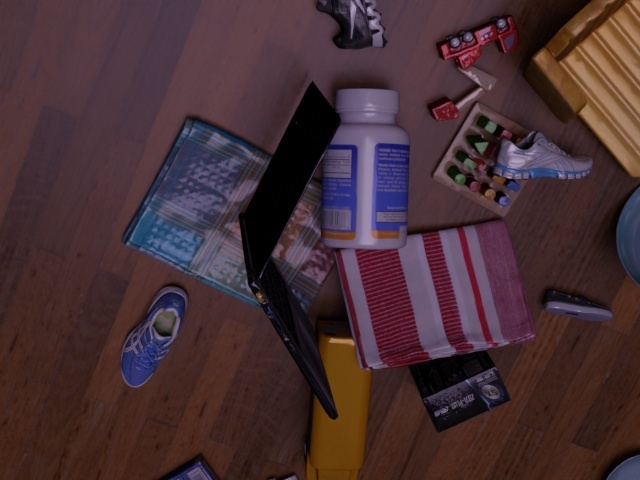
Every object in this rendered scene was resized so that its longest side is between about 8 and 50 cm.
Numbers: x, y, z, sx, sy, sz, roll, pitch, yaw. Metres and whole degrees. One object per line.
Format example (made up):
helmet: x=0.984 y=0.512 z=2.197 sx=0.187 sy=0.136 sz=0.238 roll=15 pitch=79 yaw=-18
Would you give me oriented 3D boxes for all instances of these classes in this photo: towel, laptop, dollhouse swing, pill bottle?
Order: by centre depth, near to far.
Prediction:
laptop: x=0.000 y=0.000 z=1.644 sx=0.236 sy=0.382 sz=0.408 roll=-29 pitch=108 yaw=3
dollhouse swing: x=0.576 y=-0.295 z=1.702 sx=0.347 sy=0.315 sz=0.305 roll=-41 pitch=85 yaw=7
pill bottle: x=0.079 y=-0.124 z=1.759 sx=0.152 sy=0.152 sz=0.272 roll=2 pitch=93 yaw=-5
towel: x=0.208 y=0.095 z=1.825 sx=0.329 sy=0.037 sz=0.237 roll=-10 pitch=71 yaw=-9
towel: x=-0.138 y=-0.029 z=1.838 sx=0.370 sy=0.040 sz=0.271 roll=27 pitch=103 yaw=-12

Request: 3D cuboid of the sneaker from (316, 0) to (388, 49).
sneaker: x=0.039 y=-0.430 z=1.713 sx=0.106 sy=0.078 sz=0.234 roll=-15 pitch=109 yaw=-3

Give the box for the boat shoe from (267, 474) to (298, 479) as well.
boat shoe: x=-0.092 y=0.486 z=2.001 sx=0.100 sy=0.035 sz=0.035 roll=-16 pitch=80 yaw=4

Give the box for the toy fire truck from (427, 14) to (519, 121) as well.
toy fire truck: x=0.269 y=-0.304 z=1.786 sx=0.192 sy=0.047 sz=0.135 roll=-22 pitch=107 yaw=1

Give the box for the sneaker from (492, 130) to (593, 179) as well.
sneaker: x=0.397 y=-0.152 z=1.778 sx=0.191 sy=0.071 sz=0.083 roll=-3 pitch=107 yaw=-19

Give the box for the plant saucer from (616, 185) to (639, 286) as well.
plant saucer: x=0.693 y=-0.010 z=1.804 sx=0.318 sy=0.317 sz=0.043 roll=-32 pitch=141 yaw=5

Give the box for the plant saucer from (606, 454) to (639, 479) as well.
plant saucer: x=0.661 y=0.513 z=2.067 sx=0.195 sy=0.037 sz=0.195 roll=-2 pitch=107 yaw=-5

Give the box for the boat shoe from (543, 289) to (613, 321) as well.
boat shoe: x=0.494 y=0.124 z=1.934 sx=0.142 sy=0.049 sz=0.040 roll=11 pitch=67 yaw=-13

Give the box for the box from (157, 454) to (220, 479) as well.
box: x=-0.293 y=0.534 z=1.993 sx=0.225 sy=0.036 sz=0.136 roll=-32 pitch=106 yaw=3

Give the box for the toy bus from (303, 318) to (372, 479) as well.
toy bus: x=0.035 y=0.314 z=1.906 sx=0.108 sy=0.130 sz=0.332 roll=3 pitch=106 yaw=-6

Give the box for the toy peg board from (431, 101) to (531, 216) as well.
toy peg board: x=0.313 y=-0.139 z=1.823 sx=0.161 sy=0.079 sz=0.161 roll=27 pitch=103 yaw=-12

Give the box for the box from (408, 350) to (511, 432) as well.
box: x=0.254 y=0.261 z=1.883 sx=0.147 sy=0.180 sz=0.077 roll=-25 pitch=106 yaw=2

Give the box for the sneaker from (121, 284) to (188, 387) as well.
sneaker: x=-0.313 y=0.182 z=1.864 sx=0.080 sy=0.081 sz=0.211 roll=23 pitch=105 yaw=-13
